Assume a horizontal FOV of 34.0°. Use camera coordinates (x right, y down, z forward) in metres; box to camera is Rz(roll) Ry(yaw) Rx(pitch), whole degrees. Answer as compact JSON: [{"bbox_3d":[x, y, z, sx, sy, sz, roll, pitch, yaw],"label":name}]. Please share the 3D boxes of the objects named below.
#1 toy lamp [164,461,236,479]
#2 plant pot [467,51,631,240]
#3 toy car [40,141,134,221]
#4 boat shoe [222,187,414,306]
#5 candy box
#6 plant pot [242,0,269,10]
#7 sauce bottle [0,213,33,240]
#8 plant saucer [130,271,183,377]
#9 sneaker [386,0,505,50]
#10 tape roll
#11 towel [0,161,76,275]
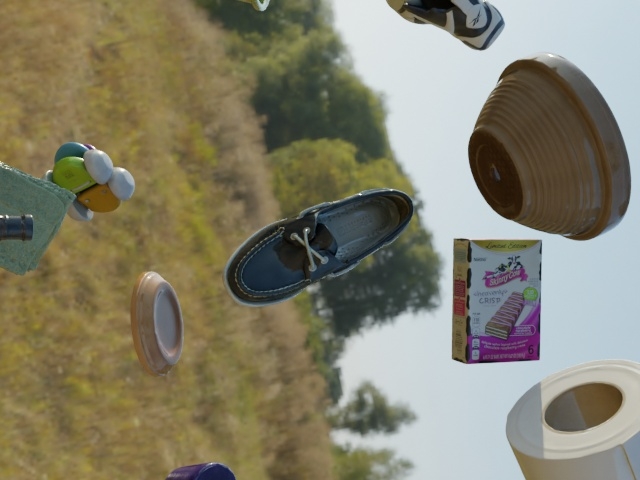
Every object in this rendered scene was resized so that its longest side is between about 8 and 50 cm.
[{"bbox_3d":[-0.066,0.286,1.120,0.080,0.274,0.080,3,87,-48],"label":"toy lamp"},{"bbox_3d":[0.255,-0.097,1.260,0.237,0.109,0.237,56,-19,30],"label":"plant pot"},{"bbox_3d":[-0.490,-0.138,2.191,0.182,0.159,0.136,43,27,-52],"label":"toy car"},{"bbox_3d":[0.000,0.000,1.494,0.114,0.302,0.091,60,-27,-2],"label":"boat shoe"},{"bbox_3d":[0.332,0.111,1.972,0.071,0.159,0.234,-176,-95,-70],"label":"candy box"},{"bbox_3d":[-0.208,-0.508,1.651,0.276,0.253,0.276,4,90,-86],"label":"plant pot"},{"bbox_3d":[-0.339,-0.011,0.992,0.042,0.128,0.042,-8,-99,64],"label":"sauce bottle"},{"bbox_3d":[-0.301,0.155,1.962,0.200,0.037,0.200,-7,90,-79],"label":"plant saucer"},{"bbox_3d":[0.155,-0.378,1.567,0.235,0.094,0.153,46,10,36],"label":"sneaker"},{"bbox_3d":[0.469,0.326,1.809,0.286,0.286,0.100,-108,174,-71],"label":"tape roll"},{"bbox_3d":[-0.341,-0.030,1.096,0.148,0.110,0.027,26,9,-40],"label":"towel"}]
